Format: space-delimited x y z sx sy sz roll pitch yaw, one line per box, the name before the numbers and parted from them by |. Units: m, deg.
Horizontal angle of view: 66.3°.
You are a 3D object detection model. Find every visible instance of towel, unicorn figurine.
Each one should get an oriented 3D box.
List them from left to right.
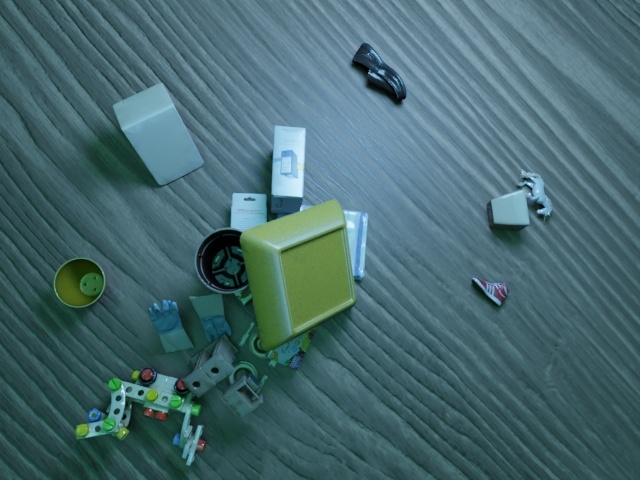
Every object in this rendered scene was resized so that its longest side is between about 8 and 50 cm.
towel | 0.000 0.000 1.463 0.284 0.034 0.210 7 81 -3
unicorn figurine | 0.669 -0.144 1.520 0.111 0.060 0.162 12 77 -11

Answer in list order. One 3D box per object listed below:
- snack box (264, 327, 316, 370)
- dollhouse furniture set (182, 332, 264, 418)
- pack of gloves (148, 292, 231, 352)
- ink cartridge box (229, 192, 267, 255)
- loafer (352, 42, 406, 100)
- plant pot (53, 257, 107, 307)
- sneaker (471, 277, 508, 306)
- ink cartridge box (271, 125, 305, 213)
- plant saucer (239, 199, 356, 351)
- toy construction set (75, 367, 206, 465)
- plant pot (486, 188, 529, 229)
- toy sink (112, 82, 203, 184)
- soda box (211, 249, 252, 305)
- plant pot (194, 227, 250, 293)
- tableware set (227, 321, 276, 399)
snack box | -0.084 0.285 1.401 0.100 0.037 0.141 28 79 -17
dollhouse furniture set | -0.261 0.382 1.337 0.128 0.129 0.184 -37 103 4
pack of gloves | -0.350 0.213 1.335 0.194 0.232 0.046 -9 48 -8
ink cartridge box | -0.209 -0.043 1.437 0.104 0.061 0.182 2 83 -4
loafer | 0.182 -0.512 1.533 0.078 0.080 0.220 -41 82 1
plant pot | -0.652 0.119 1.363 0.134 0.095 0.135 1 83 -4
sneaker | 0.516 0.137 1.480 0.118 0.042 0.067 43 85 -6
ink cartridge box | -0.094 -0.197 1.409 0.093 0.154 0.213 4 74 -5
plant saucer | -0.026 0.092 1.291 0.332 0.080 0.333 -22 111 -37
toy construction set | -0.448 0.465 1.304 0.327 0.151 0.215 22 56 -9
plant pot | 0.564 -0.088 1.488 0.096 0.109 0.109 -5 83 7
toy sink | -0.459 -0.302 1.405 0.152 0.234 0.131 -28 56 -7
soda box | -0.257 0.104 1.413 0.058 0.061 0.181 -41 87 -9
plant pot | -0.240 0.060 1.305 0.166 0.165 0.167 1 82 -5
tableware set | -0.194 0.343 1.397 0.128 0.039 0.194 32 81 0
